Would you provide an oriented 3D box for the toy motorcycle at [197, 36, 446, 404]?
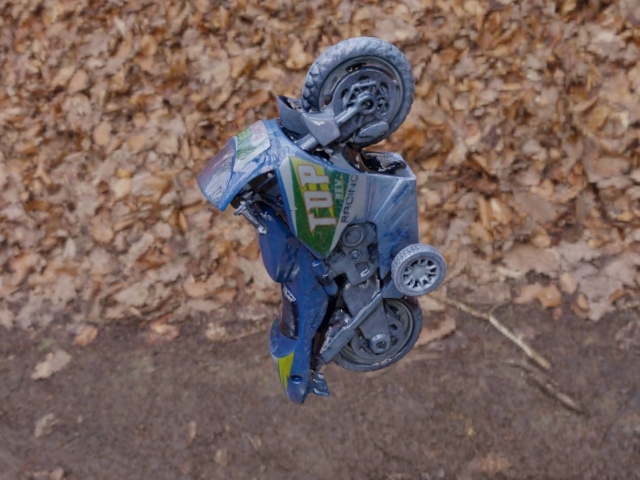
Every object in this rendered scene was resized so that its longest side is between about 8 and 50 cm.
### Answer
[{"bbox_3d":[0.000,0.000,0.516,0.136,0.254,0.092,-13,34,-8],"label":"toy motorcycle"}]
